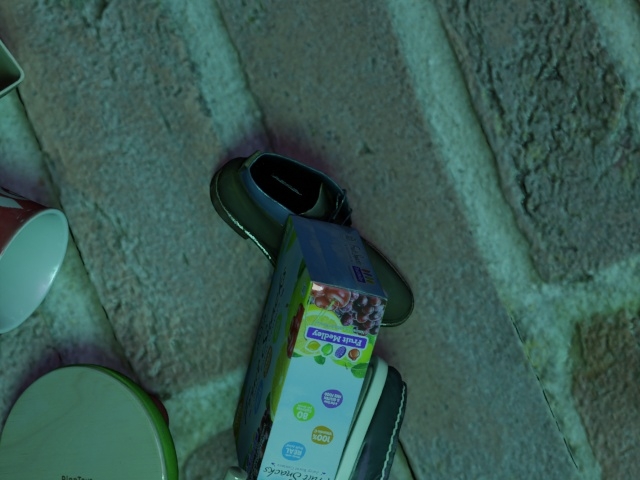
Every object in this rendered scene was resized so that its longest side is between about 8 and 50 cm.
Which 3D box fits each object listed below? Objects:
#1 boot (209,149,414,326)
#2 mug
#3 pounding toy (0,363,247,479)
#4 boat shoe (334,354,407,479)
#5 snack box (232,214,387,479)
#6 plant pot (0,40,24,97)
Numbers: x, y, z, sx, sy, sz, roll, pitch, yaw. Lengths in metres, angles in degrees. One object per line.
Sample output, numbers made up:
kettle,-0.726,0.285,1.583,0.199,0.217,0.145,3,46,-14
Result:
boot,0.000,0.000,1.508,0.219,0.106,0.082,35,74,-4
mug,-0.317,0.006,1.416,0.169,0.113,0.150,27,100,17
pounding toy,-0.150,0.205,1.425,0.237,0.110,0.183,31,106,29
boat shoe,0.027,0.272,1.453,0.113,0.127,0.340,21,77,-10
snack box,-0.014,0.105,1.411,0.070,0.174,0.207,14,107,-11
plant pot,-0.330,-0.142,1.462,0.109,0.096,0.109,-36,89,-16
